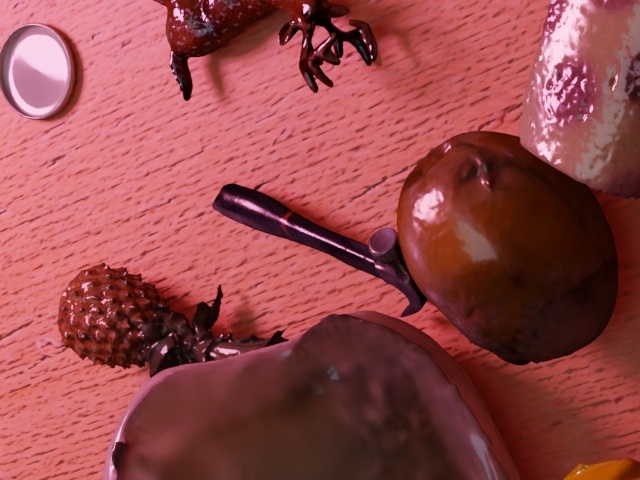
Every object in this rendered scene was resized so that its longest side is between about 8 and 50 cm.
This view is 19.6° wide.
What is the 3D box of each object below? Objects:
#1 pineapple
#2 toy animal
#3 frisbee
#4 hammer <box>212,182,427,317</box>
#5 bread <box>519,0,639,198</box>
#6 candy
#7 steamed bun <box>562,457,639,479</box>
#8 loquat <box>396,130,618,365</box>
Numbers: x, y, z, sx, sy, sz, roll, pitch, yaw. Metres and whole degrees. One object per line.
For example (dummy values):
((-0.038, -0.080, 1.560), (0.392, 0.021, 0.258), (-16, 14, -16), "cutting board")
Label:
((-0.149, 0.111, 1.942), (0.277, 0.130, 0.119), (16, 117, 28), "pineapple")
((-0.069, -0.243, 1.889), (0.243, 0.087, 0.260), (-33, 80, 44), "toy animal")
((-0.318, -0.190, 2.075), (0.110, 0.014, 0.110), (3, 97, 31), "frisbee")
((0.000, 0.000, 1.858), (0.290, 0.137, 0.037), (23, 70, 42), "hammer")
((0.300, -0.210, 1.584), (0.155, 0.187, 0.338), (28, 110, 34), "bread")
((0.015, 0.276, 1.750), (0.427, 0.386, 0.186), (56, 160, 12), "candy")
((0.317, 0.366, 1.576), (0.374, 0.334, 0.334), (13, 103, 22), "steamed bun")
((0.175, 0.006, 1.696), (0.179, 0.179, 0.227), (-39, 94, 29), "loquat")
